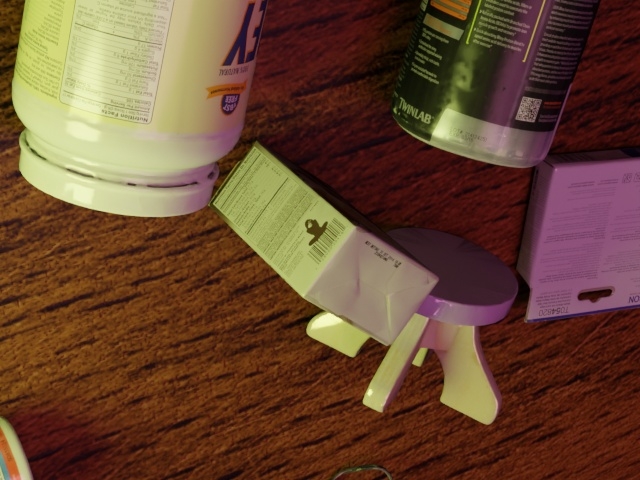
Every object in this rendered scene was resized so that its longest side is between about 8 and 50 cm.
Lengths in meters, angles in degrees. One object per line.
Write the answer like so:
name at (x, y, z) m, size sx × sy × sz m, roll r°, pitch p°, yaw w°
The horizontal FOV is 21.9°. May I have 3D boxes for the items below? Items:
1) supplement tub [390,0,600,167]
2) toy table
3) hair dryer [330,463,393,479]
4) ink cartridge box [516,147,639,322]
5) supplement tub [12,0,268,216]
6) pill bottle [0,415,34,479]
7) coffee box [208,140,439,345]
supplement tub at (0.210, -0.257, 1.857) m, size 0.193 × 0.193 × 0.316 m, roll 6°, pitch 111°, yaw -32°
toy table at (0.120, 0.096, 1.965) m, size 0.274 × 0.252 × 0.161 m, roll -14°, pitch 129°, yaw -61°
hair dryer at (0.014, 0.450, 2.151) m, size 0.293 × 0.224 × 0.080 m, roll -35°, pitch 170°, yaw -1°
ink cartridge box at (0.364, -0.011, 2.161) m, size 0.223 × 0.045 × 0.224 m, roll -5°, pitch 117°, yaw -28°
supplement tub at (-0.176, -0.209, 1.629) m, size 0.235 × 0.235 × 0.325 m, roll 0°, pitch 113°, yaw -30°
pill bottle at (-0.430, 0.282, 1.793) m, size 0.221 × 0.124 × 0.124 m, roll -18°, pitch 121°, yaw -22°
coffee box at (0.000, 0.000, 1.827) m, size 0.141 × 0.246 × 0.098 m, roll 32°, pitch 96°, yaw -36°
